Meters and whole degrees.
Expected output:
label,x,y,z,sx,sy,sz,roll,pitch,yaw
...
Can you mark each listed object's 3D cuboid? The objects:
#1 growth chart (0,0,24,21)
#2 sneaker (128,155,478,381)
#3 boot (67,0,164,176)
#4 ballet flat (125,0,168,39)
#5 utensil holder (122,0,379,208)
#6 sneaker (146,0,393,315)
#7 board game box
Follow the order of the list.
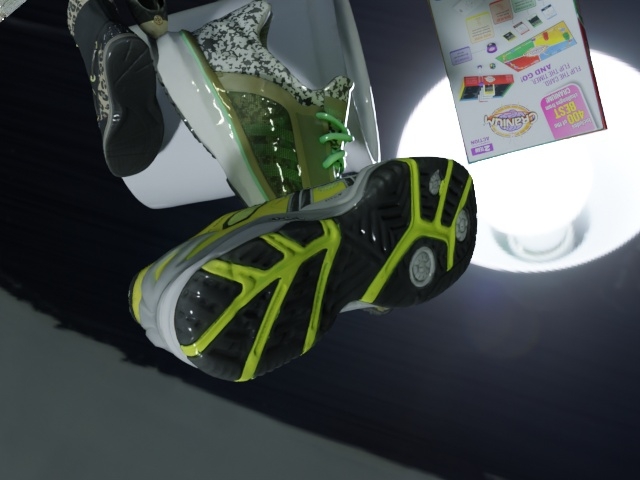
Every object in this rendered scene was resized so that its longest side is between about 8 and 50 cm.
label,x,y,z,sx,sy,sz,roll,pitch,yaw
growth chart,-0.750,-0.581,1.890,0.021,0.237,0.172,-48,-175,43
sneaker,0.000,0.000,0.790,0.384,0.147,0.145,-16,109,-41
boot,-0.290,-0.225,1.215,0.085,0.179,0.236,-17,142,-24
ballet flat,-0.244,-0.366,1.203,0.057,0.049,0.173,-16,97,-42
utensil holder,-0.124,-0.234,1.413,0.327,0.385,0.328,-12,90,-79
sneaker,-0.019,-0.104,0.964,0.182,0.410,0.158,-36,178,0
board game box,0.335,-0.312,1.486,0.064,0.242,0.317,-18,95,-65
